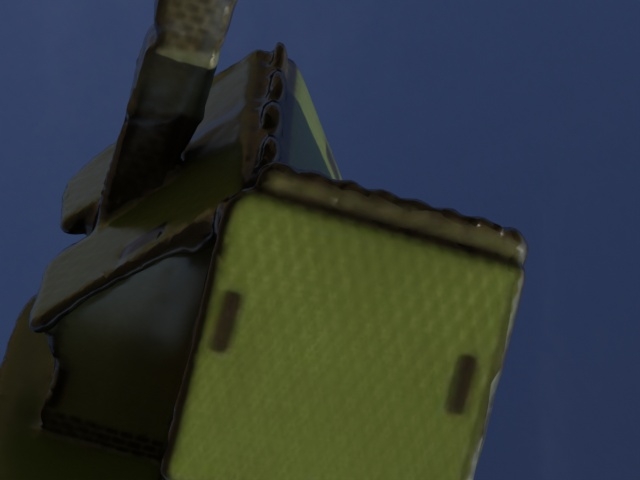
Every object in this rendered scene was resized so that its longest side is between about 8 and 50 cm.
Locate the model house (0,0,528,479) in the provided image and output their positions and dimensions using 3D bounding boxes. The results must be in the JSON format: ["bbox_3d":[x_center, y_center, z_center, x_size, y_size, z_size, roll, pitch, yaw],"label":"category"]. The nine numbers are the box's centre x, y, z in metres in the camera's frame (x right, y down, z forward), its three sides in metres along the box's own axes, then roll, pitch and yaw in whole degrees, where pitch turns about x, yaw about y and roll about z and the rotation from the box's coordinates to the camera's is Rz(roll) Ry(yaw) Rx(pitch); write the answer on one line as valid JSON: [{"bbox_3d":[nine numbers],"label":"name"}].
[{"bbox_3d":[0.000,0.000,0.651,0.218,0.278,0.205,16,-148,-10],"label":"model house"}]
